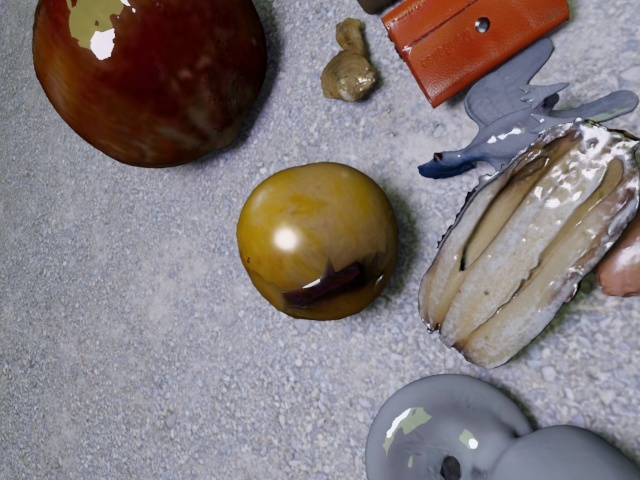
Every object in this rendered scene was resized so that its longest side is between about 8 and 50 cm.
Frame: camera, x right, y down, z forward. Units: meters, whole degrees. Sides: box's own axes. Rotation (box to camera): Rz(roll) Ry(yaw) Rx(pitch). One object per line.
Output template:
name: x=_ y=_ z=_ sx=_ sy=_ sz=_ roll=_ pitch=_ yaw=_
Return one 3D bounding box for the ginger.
ginger: x=0.040 y=-0.293 z=0.796 sx=0.096 sy=0.067 sz=0.165 roll=-24 pitch=58 yaw=29

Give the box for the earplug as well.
earplug: x=0.205 y=0.280 z=0.536 sx=0.325 sy=0.175 sz=0.214 roll=11 pitch=88 yaw=35

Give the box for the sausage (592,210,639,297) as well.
sausage: x=0.418 y=-0.036 z=0.492 sx=0.289 sy=0.086 sz=0.086 roll=-38 pitch=65 yaw=25

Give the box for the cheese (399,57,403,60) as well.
cheese: x=0.224 y=-0.342 z=0.663 sx=0.249 sy=0.071 sz=0.163 roll=-8 pitch=108 yaw=9

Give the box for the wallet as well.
wallet: x=0.200 y=-0.288 z=0.621 sx=0.204 sy=0.045 sz=0.142 roll=-32 pitch=110 yaw=15

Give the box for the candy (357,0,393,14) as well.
candy: x=0.075 y=-0.491 z=0.775 sx=0.104 sy=0.102 sz=0.234 roll=-25 pitch=69 yaw=28

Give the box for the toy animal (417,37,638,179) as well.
toy animal: x=0.260 y=-0.142 z=0.621 sx=0.255 sy=0.176 sz=0.239 roll=-9 pitch=80 yaw=-2

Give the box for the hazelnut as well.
hazelnut: x=-0.303 y=-0.337 z=0.869 sx=0.421 sy=0.353 sz=0.421 roll=0 pitch=90 yaw=8

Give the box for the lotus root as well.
lotus root: x=0.242 y=0.005 z=0.574 sx=0.167 sy=0.078 sz=0.329 roll=43 pitch=126 yaw=20

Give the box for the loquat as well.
loquat: x=0.000 y=0.000 z=0.685 sx=0.235 sy=0.235 sz=0.235 roll=-5 pitch=81 yaw=33
